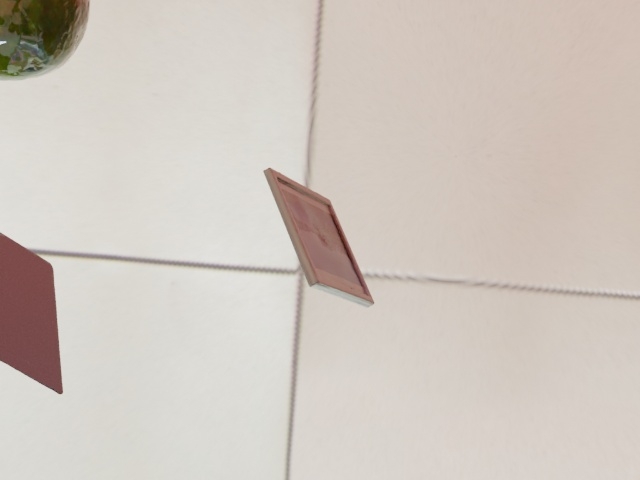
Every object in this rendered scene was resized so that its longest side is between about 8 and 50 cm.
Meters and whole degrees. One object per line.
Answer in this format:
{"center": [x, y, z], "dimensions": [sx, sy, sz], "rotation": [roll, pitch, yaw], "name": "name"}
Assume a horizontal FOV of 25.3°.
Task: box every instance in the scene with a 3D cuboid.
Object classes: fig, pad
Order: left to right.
{"center": [-0.334, -0.314, 1.504], "dimensions": [0.206, 0.206, 0.275], "rotation": [13, 111, 5], "name": "fig"}
{"center": [-0.321, 0.056, 1.448], "dimensions": [0.003, 0.211, 0.143], "rotation": [-42, 124, 18], "name": "pad"}

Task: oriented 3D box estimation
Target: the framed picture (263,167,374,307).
{"center": [0.000, 0.000, 1.230], "dimensions": [0.011, 0.149, 0.109], "rotation": [-28, 73, 14], "name": "framed picture"}
